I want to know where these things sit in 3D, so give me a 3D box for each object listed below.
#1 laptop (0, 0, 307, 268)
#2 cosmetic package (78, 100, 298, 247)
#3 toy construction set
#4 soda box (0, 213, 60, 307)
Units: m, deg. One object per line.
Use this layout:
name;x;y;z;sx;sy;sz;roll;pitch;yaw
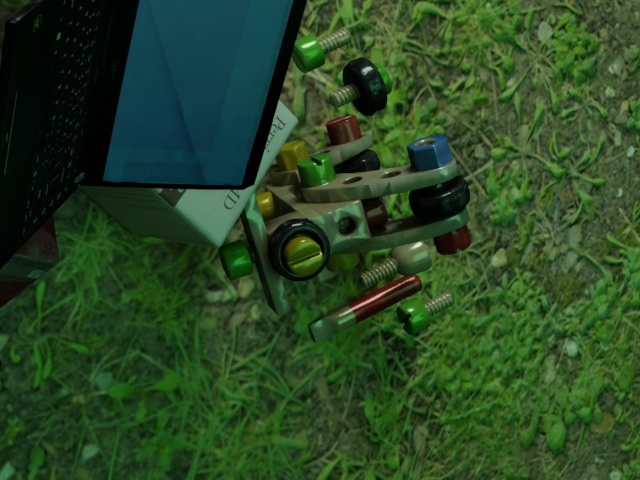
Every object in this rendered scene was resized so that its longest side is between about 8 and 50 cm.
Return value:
laptop;-0.131;-0.093;1.027;0.264;0.137;0.234;-59;169;-54
cosmetic package;-0.153;-0.110;1.242;0.184;0.151;0.151;43;69;-34
toy construction set;0.000;0.000;1.379;0.237;0.257;0.308;-26;135;-17
soda box;-0.335;-0.020;1.035;0.263;0.092;0.083;15;52;-45
